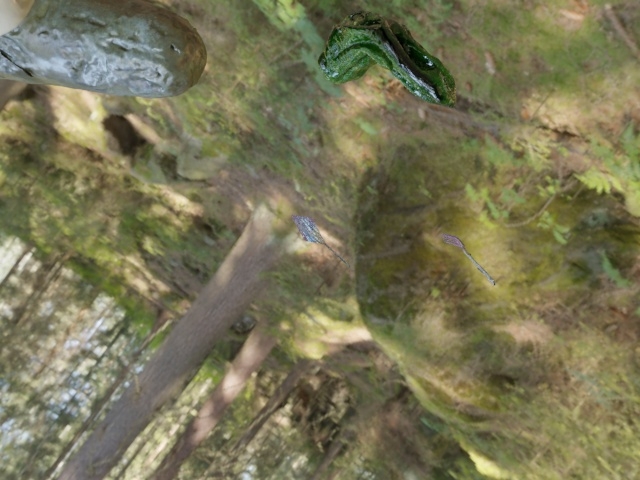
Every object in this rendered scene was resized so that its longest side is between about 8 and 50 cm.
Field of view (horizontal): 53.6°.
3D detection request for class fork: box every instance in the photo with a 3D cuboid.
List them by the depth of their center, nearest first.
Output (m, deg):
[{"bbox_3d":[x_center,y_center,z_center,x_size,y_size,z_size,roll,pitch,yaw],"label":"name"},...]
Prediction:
[{"bbox_3d":[0.161,0.018,0.682,0.016,0.012,0.115,49,-176,-28],"label":"fork"}]

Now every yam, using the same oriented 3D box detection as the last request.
[{"bbox_3d":[-0.288,-0.232,0.731,0.330,0.133,0.133,14,179,12],"label":"yam"}]

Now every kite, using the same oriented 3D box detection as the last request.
[{"bbox_3d":[-0.003,0.002,0.670,0.078,0.002,0.044,52,151,-11],"label":"kite"}]

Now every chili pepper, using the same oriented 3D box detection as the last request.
[{"bbox_3d":[0.054,-0.167,0.567,0.182,0.050,0.073,40,141,55],"label":"chili pepper"}]

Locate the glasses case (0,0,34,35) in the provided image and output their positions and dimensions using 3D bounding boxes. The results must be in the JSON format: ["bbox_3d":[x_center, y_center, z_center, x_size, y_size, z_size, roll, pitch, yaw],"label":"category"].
[{"bbox_3d":[-0.297,-0.152,0.338,0.070,0.312,0.131,67,-161,-56],"label":"glasses case"}]
